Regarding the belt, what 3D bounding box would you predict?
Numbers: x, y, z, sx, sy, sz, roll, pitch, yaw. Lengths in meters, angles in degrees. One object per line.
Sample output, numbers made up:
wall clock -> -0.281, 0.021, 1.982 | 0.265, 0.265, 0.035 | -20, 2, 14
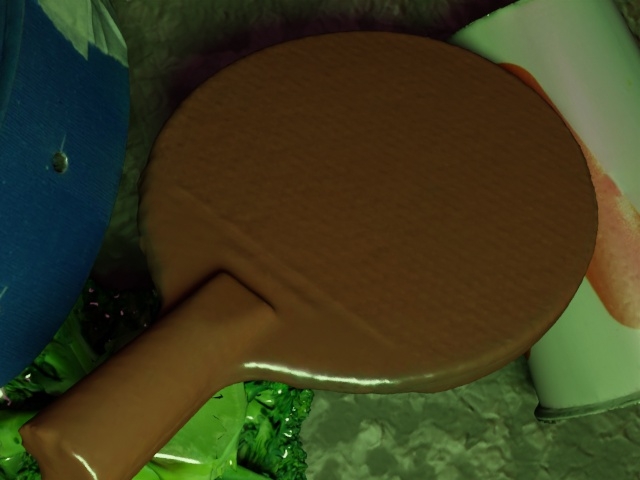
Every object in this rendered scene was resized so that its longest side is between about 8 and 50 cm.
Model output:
belt -> -0.237, -0.077, 0.739 | 0.212, 0.117, 0.347 | -17, 58, 24

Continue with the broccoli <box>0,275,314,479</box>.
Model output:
broccoli -> -0.120, 0.133, 0.769 | 0.298, 0.297, 0.297 | 11, 56, -17

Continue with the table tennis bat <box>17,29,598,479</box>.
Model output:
table tennis bat -> 0.000, 0.000, 0.677 | 0.268, 0.051, 0.415 | 35, 53, 18

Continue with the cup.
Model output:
cup -> 0.198, -0.033, 0.860 | 0.203, 0.203, 0.288 | -20, 87, -7
